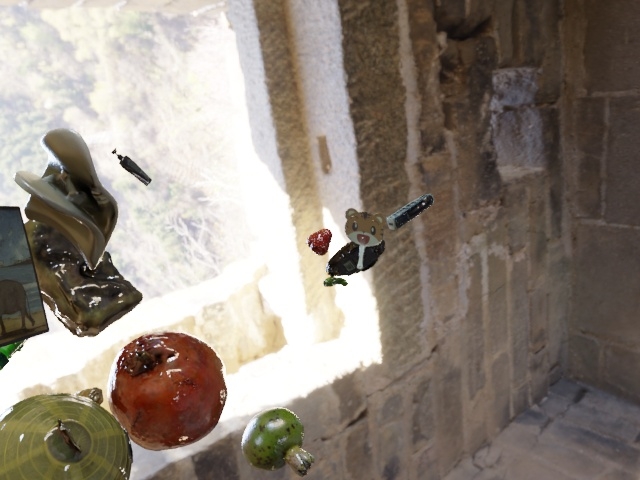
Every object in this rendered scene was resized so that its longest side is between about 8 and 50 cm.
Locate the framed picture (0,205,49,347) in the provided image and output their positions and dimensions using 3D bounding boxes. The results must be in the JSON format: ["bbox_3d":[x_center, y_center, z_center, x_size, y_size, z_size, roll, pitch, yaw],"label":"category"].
[{"bbox_3d":[-0.780,0.082,1.262,0.016,0.265,0.346,-13,90,12],"label":"framed picture"}]

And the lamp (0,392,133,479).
[{"bbox_3d":[-0.418,0.349,0.828,0.250,0.250,0.284,56,129,23],"label":"lamp"}]

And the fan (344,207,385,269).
[{"bbox_3d":[0.147,-0.003,1.807,0.008,0.153,0.226,127,153,-63],"label":"fan"}]

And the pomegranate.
[{"bbox_3d":[-0.127,0.634,1.637,0.248,0.202,0.202,32,128,33],"label":"pomegranate"}]

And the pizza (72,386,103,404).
[{"bbox_3d":[-0.548,0.405,1.083,0.127,0.246,0.058,9,145,36],"label":"pizza"}]

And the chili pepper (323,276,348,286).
[{"bbox_3d":[0.048,0.139,1.772,0.034,0.091,0.030,-120,37,-52],"label":"chili pepper"}]

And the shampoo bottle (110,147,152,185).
[{"bbox_3d":[-0.557,-0.215,1.553,0.027,0.048,0.137,-30,119,29],"label":"shampoo bottle"}]

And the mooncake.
[{"bbox_3d":[-0.745,0.096,1.632,0.394,0.246,0.393,29,132,27],"label":"mooncake"}]

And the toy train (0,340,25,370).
[{"bbox_3d":[-0.986,0.344,1.647,0.119,0.251,0.085,-34,107,13],"label":"toy train"}]

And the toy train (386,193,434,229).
[{"bbox_3d":[0.300,-0.098,1.733,0.047,0.208,0.043,12,126,50],"label":"toy train"}]

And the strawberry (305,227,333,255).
[{"bbox_3d":[0.000,0.000,1.523,0.073,0.073,0.083,47,115,32],"label":"strawberry"}]

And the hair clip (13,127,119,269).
[{"bbox_3d":[-0.437,-0.079,0.907,0.173,0.113,0.282,38,155,2],"label":"hair clip"}]

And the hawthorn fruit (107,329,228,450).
[{"bbox_3d":[-0.346,0.312,1.167,0.276,0.276,0.307,51,156,28],"label":"hawthorn fruit"}]

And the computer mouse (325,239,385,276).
[{"bbox_3d":[0.122,0.054,1.894,0.146,0.242,0.077,54,-172,-44],"label":"computer mouse"}]
